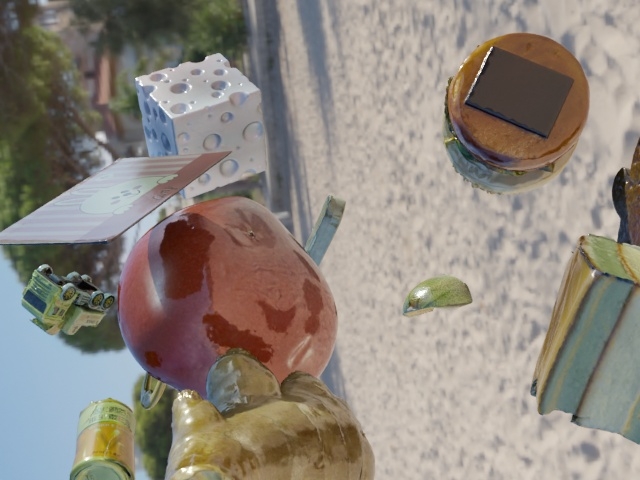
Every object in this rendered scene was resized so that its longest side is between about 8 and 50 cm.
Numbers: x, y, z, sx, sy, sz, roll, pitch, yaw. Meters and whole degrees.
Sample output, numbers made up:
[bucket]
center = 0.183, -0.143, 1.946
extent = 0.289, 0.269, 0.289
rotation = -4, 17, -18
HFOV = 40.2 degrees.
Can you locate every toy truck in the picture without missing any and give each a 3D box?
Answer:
[toy truck]
center = -0.489, 0.124, 1.677
extent = 0.116, 0.085, 0.191
rotation = -59, -23, 1

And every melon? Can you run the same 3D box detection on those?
[melon]
center = 0.237, 0.119, 1.897
extent = 0.160, 0.128, 0.079
rotation = -18, 82, 46

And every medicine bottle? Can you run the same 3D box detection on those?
[medicine bottle]
center = -0.429, 0.413, 1.745
extent = 0.239, 0.124, 0.124
rotation = -115, 18, -64

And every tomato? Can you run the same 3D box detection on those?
[tomato]
center = -0.128, 0.092, 1.323
extent = 0.341, 0.341, 0.273
rotation = -105, 38, -62

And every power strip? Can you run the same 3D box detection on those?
[power strip]
center = -0.003, -0.001, 1.902
extent = 0.286, 0.048, 0.080
rotation = 114, 171, -50

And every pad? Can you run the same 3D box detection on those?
[pad]
center = -0.269, -0.060, 1.142
extent = 0.300, 0.202, 0.005
rotation = -47, -49, -54

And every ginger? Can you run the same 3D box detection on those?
[ginger]
center = -0.056, 0.212, 0.978
extent = 0.375, 0.166, 0.236
rotation = 51, -151, -62

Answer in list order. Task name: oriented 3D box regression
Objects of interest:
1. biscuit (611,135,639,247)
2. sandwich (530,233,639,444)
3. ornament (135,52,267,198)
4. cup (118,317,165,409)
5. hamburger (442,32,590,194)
[biscuit]
center = 0.569, -0.053, 1.399
extent = 0.314, 0.063, 0.367
rotation = -134, 51, -74
[sandwich]
center = 0.345, 0.119, 1.034
extent = 0.227, 0.155, 0.198
rotation = -37, -35, -72
[ornament]
center = -0.298, -0.292, 2.210
extent = 0.240, 0.240, 0.239
rotation = 47, 150, 42
[cup]
center = -0.313, 0.169, 1.674
extent = 0.178, 0.255, 0.256
rotation = 45, 158, -12
[hamburger]
center = 0.360, -0.232, 1.659
extent = 0.225, 0.291, 0.291
rotation = 76, -174, -77
